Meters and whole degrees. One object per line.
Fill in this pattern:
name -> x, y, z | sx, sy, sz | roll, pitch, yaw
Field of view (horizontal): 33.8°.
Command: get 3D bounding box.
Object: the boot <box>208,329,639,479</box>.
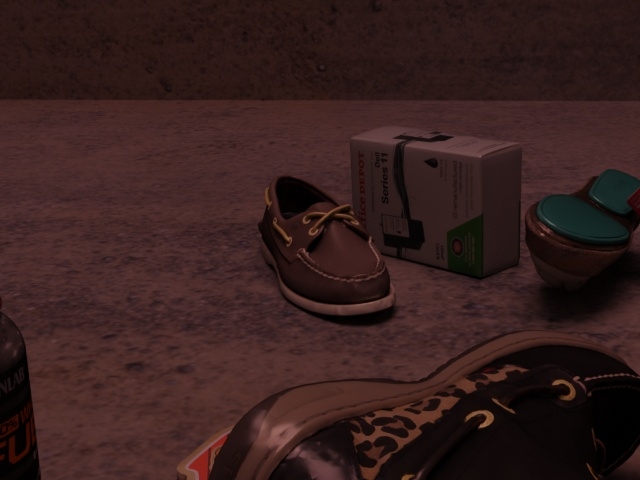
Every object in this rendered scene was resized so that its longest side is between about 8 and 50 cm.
boot -> 0.157, 0.168, 0.590 | 0.377, 0.138, 0.284 | 2, 18, -45

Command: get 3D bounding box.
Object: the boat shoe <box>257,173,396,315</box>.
boat shoe -> 0.000, 0.000, 1.231 | 0.117, 0.096, 0.324 | -6, 17, -15

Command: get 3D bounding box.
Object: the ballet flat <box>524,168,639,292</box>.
ballet flat -> 0.298, 0.000, 1.190 | 0.107, 0.106, 0.316 | 35, 28, 23

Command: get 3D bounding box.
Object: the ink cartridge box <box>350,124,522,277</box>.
ink cartridge box -> 0.139, -0.053, 1.303 | 0.208, 0.153, 0.087 | 13, 23, 43

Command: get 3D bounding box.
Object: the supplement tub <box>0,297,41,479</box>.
supplement tub -> -0.246, 0.122, 0.684 | 0.117, 0.190, 0.117 | -2, 17, 1

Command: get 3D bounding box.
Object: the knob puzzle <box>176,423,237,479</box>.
knob puzzle -> -0.014, 0.163, 0.804 | 0.213, 0.030, 0.213 | -2, 16, 1

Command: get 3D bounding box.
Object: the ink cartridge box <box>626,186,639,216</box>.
ink cartridge box -> 0.434, -0.018, 1.177 | 0.109, 0.063, 0.150 | -18, 64, -43
